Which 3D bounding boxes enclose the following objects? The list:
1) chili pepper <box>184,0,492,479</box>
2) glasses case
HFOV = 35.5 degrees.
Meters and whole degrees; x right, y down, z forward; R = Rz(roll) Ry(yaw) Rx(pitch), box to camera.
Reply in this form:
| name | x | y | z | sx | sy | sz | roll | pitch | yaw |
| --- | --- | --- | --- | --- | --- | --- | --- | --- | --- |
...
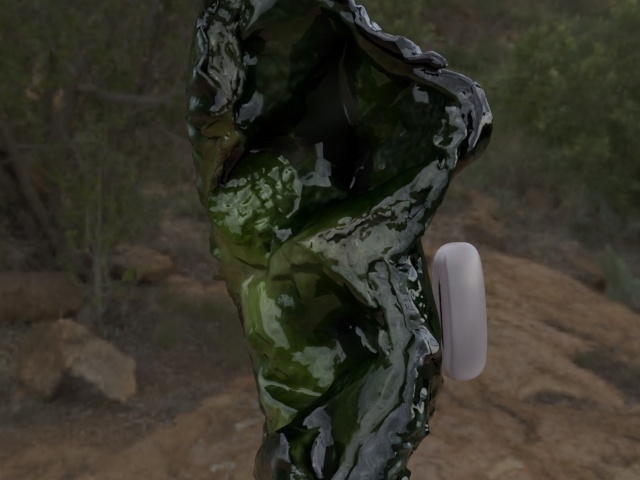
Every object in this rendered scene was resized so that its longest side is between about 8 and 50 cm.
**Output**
| name | x | y | z | sx | sy | sz | roll | pitch | yaw |
| --- | --- | --- | --- | --- | --- | --- | --- | --- | --- |
| chili pepper | 0.006 | -0.004 | 0.477 | 0.116 | 0.264 | 0.148 | -9 | -6 | -19 |
| glasses case | 0.084 | 0.043 | 0.600 | 0.032 | 0.083 | 0.021 | -8 | 6 | -39 |
